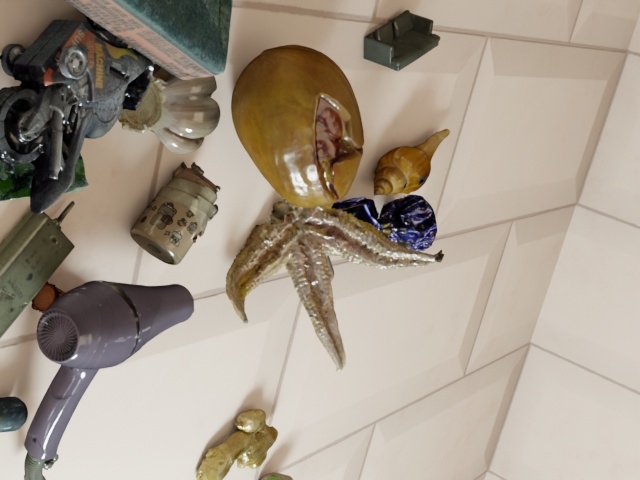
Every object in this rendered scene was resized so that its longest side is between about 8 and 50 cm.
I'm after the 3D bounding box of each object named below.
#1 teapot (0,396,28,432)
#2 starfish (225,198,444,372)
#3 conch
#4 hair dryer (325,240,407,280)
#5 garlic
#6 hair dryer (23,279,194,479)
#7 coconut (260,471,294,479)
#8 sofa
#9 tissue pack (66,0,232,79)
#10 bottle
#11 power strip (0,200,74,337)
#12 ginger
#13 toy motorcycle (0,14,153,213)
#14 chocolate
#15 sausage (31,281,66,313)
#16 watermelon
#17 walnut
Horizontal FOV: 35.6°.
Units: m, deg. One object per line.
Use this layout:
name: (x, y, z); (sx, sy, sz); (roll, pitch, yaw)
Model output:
teapot: (-0.457, 0.244, 1.391); (0.083, 0.063, 0.049); (8, 73, -57)
starfish: (-0.005, 0.002, 1.756); (0.398, 0.384, 0.132); (-51, -173, -12)
conch: (0.201, -0.158, 2.090); (0.330, 0.093, 0.109); (-32, 139, -44)
hair dryer: (0.064, 0.022, 1.887); (0.195, 0.220, 0.054); (73, 28, -52)
garlic: (-0.193, -0.195, 1.426); (0.194, 0.127, 0.131); (-34, 138, -72)
hair dryer: (-0.342, 0.208, 1.446); (0.361, 0.121, 0.301); (-58, 164, 16)
coconut: (-0.097, 0.537, 2.133); (0.082, 0.083, 0.081); (-33, 166, 18)
sofa: (0.155, -0.379, 1.867); (0.147, 0.085, 0.060); (-37, 143, -39)
tissue pack: (-0.219, -0.356, 1.206); (0.315, 0.103, 0.228); (29, 60, -60)
bottle: (-0.211, -0.045, 1.520); (0.152, 0.099, 0.099); (-57, 150, -21)
power strip: (-0.410, 0.051, 1.325); (0.268, 0.034, 0.092); (-55, 148, -18)
ginger: (-0.159, 0.420, 1.973); (0.214, 0.059, 0.133); (-48, 141, -31)
toy motorcycle: (-0.301, -0.188, 1.243); (0.307, 0.108, 0.173); (-62, 146, -30)
chocolate: (0.104, -0.026, 2.021); (0.148, 0.126, 0.343); (-33, 163, 33)
sausage: (-0.357, 0.106, 1.440); (0.145, 0.050, 0.048); (49, 26, -57)
watermelon: (-0.361, -0.075, 1.280); (0.155, 0.101, 0.080); (-12, 133, -44)
walnut: (-0.027, -0.175, 1.598); (0.203, 0.203, 0.298); (-46, 135, -30)
